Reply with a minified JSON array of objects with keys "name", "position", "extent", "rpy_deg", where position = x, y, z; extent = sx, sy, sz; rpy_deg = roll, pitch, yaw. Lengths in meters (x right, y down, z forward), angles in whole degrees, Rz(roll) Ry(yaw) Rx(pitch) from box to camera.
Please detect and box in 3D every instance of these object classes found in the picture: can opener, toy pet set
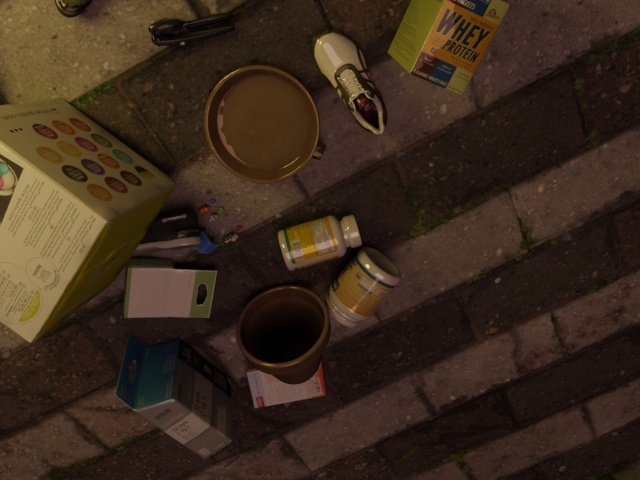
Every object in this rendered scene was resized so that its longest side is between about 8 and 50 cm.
[{"name":"can opener","position":[-0.280,-0.460,1.265],"extent":[0.186,0.073,0.059],"rpy_deg":[-10,114,-14]},{"name":"toy pet set","position":[-0.282,-0.024,1.518],"extent":[0.114,0.065,0.122],"rpy_deg":[-38,119,13]}]

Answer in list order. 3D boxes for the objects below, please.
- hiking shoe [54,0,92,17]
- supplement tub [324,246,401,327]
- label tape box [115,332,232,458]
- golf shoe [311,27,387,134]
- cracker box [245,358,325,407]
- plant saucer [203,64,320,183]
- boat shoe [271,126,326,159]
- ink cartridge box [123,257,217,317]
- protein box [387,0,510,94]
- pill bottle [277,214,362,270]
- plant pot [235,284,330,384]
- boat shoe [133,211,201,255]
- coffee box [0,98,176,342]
[{"name":"hiking shoe","position":[-0.475,-0.546,1.146],"extent":[0.086,0.114,0.227],"rpy_deg":[26,113,-22]},{"name":"supplement tub","position":[0.115,0.133,1.629],"extent":[0.144,0.144,0.200],"rpy_deg":[28,112,-23]},{"name":"label tape box","position":[-0.405,0.421,1.654],"extent":[0.115,0.249,0.348],"rpy_deg":[-34,120,11]},{"name":"golf shoe","position":[0.080,-0.367,1.343],"extent":[0.105,0.120,0.273],"rpy_deg":[-33,119,13]},{"name":"cracker box","position":[-0.108,0.430,1.816],"extent":[0.232,0.067,0.156],"rpy_deg":[-9,121,-5]},{"name":"plant saucer","position":[-0.137,-0.273,1.370],"extent":[0.277,0.041,0.278],"rpy_deg":[2,111,6]},{"name":"boat shoe","position":[-0.056,-0.255,1.430],"extent":[0.152,0.056,0.049],"rpy_deg":[30,86,-15]},{"name":"ink cartridge box","position":[-0.417,0.134,1.597],"extent":[0.235,0.056,0.171],"rpy_deg":[2,121,-22]},{"name":"protein box","position":[0.271,-0.461,1.270],"extent":[0.136,0.200,0.201],"rpy_deg":[16,116,-19]},{"name":"pill bottle","position":[0.000,0.000,1.548],"extent":[0.208,0.117,0.118],"rpy_deg":[-17,122,1]},{"name":"plant pot","position":[-0.090,0.294,1.659],"extent":[0.263,0.263,0.229],"rpy_deg":[-14,141,-1]},{"name":"boat shoe","position":[-0.450,-0.012,1.485],"extent":[0.302,0.114,0.091],"rpy_deg":[-7,83,6]},{"name":"coffee box","position":[-0.580,-0.058,1.239],"extent":[0.334,0.337,0.338],"rpy_deg":[37,110,-4]}]
